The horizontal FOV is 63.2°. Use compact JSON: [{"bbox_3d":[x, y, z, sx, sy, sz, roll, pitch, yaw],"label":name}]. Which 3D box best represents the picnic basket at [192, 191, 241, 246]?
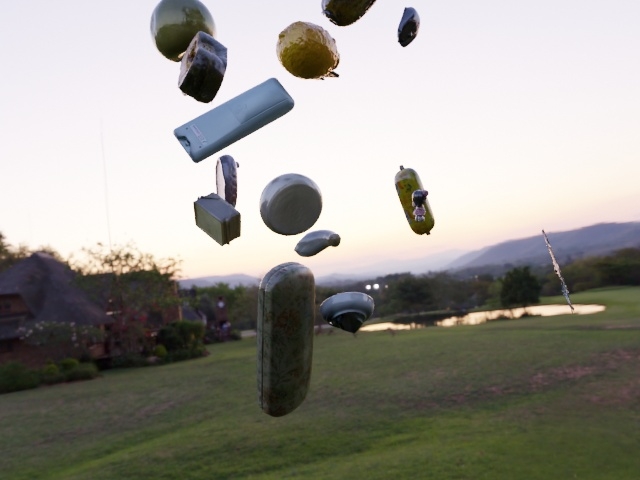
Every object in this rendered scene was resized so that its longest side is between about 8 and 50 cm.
[{"bbox_3d":[-0.334,-0.070,1.689,0.079,0.164,0.115,-33,-33,-35],"label":"picnic basket"}]

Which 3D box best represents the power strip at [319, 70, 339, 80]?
[{"bbox_3d":[-0.048,-0.757,2.331,0.213,0.064,0.198,18,1,-42],"label":"power strip"}]

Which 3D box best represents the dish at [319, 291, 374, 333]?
[{"bbox_3d":[0.071,0.199,1.306,0.141,0.078,0.141,-4,-37,-3],"label":"dish"}]

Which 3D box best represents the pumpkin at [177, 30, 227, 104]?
[{"bbox_3d":[-0.449,-0.634,1.951,0.139,0.317,0.222,19,-55,-29],"label":"pumpkin"}]

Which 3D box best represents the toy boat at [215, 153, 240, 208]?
[{"bbox_3d":[-0.350,-0.218,2.009,0.085,0.227,0.155,-5,7,-22],"label":"toy boat"}]

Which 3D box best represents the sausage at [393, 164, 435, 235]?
[{"bbox_3d":[0.418,-0.175,2.320,0.123,0.347,0.123,-22,10,4],"label":"sausage"}]

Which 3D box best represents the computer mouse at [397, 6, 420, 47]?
[{"bbox_3d":[0.314,-0.746,1.819,0.057,0.172,0.099,12,-28,24],"label":"computer mouse"}]

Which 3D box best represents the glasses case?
[{"bbox_3d":[-0.088,0.258,1.331,0.156,0.425,0.098,-16,28,-42],"label":"glasses case"}]

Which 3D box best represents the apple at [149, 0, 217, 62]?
[{"bbox_3d":[-0.618,-0.953,2.317,0.295,0.257,0.233,-14,2,-2],"label":"apple"}]

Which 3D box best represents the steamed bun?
[{"bbox_3d":[-0.111,-0.134,1.833,0.232,0.232,0.145,-5,27,-24],"label":"steamed bun"}]

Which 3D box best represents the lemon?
[{"bbox_3d":[-0.032,-0.488,1.345,0.187,0.142,0.142,12,-15,-32],"label":"lemon"}]

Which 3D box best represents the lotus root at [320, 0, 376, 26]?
[{"bbox_3d":[0.154,-1.046,2.136,0.196,0.397,0.179,41,-8,-34],"label":"lotus root"}]

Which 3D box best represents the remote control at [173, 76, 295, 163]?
[{"bbox_3d":[-0.202,-0.296,1.244,0.293,0.103,0.051,-34,-11,-16],"label":"remote control"}]

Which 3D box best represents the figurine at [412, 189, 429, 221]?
[{"bbox_3d":[0.397,-0.140,2.072,0.054,0.129,0.072,-5,13,-28],"label":"figurine"}]

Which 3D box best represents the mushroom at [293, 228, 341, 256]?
[{"bbox_3d":[0.000,0.000,2.289,0.270,0.103,0.118,-21,30,48],"label":"mushroom"}]

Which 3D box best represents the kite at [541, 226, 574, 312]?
[{"bbox_3d":[0.670,0.078,1.478,0.013,0.267,0.323,-22,-24,24],"label":"kite"}]
